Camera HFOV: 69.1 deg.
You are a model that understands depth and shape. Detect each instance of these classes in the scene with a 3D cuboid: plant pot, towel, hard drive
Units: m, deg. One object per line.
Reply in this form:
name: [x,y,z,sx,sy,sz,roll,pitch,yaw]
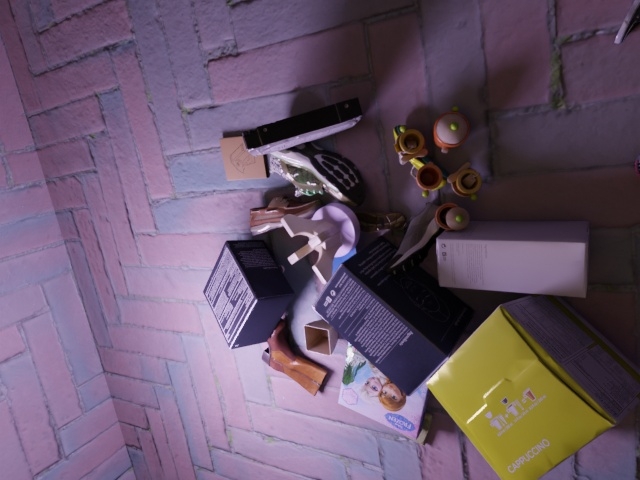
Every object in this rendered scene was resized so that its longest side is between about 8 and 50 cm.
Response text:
plant pot: [0.012,0.356,1.756,0.109,0.096,0.109,5,110,31]
towel: [0.348,0.671,1.698,0.109,0.027,0.148,20,117,25]
hard drive: [-0.055,-0.330,1.384,0.338,0.237,0.064,-16,97,-2]

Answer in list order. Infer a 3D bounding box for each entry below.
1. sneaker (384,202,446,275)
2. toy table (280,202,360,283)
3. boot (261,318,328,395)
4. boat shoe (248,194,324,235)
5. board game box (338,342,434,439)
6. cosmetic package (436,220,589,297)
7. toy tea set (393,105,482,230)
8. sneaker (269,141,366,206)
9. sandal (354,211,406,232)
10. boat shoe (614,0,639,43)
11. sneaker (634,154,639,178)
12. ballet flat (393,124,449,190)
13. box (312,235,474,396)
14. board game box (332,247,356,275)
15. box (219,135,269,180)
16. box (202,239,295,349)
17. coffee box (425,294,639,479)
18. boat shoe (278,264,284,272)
sneaker: [0.285,-0.003,1.404,0.108,0.100,0.271,38,78,28]
toy table: [0.000,0.000,1.521,0.252,0.160,0.274,50,149,13]
boot: [-0.099,0.470,1.867,0.280,0.096,0.264,29,119,20]
boat shoe: [-0.138,-0.107,1.677,0.324,0.123,0.117,-15,91,29]
board game box: [0.235,0.500,1.666,0.318,0.065,0.319,16,108,27]
cosmetic package: [0.523,0.038,1.267,0.365,0.197,0.155,3,108,33]
toy tea set: [0.349,-0.196,1.283,0.199,0.124,0.336,-24,88,3]
sneaker: [-0.023,-0.213,1.574,0.410,0.158,0.182,37,136,22]
sandal: [0.193,-0.068,1.530,0.179,0.049,0.072,-2,111,17]
boat shoe: [0.716,-0.513,1.044,0.040,0.049,0.142,29,118,20]
sneaker: [0.804,-0.158,1.120,0.057,0.047,0.120,-24,96,19]
ballet flat: [0.284,-0.240,1.394,0.231,0.077,0.077,47,129,7]
box: [0.230,0.217,1.451,0.395,0.293,0.212,41,124,14]
board game box: [0.086,0.061,1.622,0.169,0.033,0.133,-59,40,33]
box: [-0.289,-0.312,1.758,0.201,0.021,0.165,2,108,31]
box: [-0.281,0.203,1.784,0.294,0.182,0.296,56,130,33]
coffee box: [0.561,0.375,1.219,0.338,0.334,0.338,52,127,31]
boat shoe: [-0.189,0.145,1.843,0.046,0.038,0.125,51,125,7]
